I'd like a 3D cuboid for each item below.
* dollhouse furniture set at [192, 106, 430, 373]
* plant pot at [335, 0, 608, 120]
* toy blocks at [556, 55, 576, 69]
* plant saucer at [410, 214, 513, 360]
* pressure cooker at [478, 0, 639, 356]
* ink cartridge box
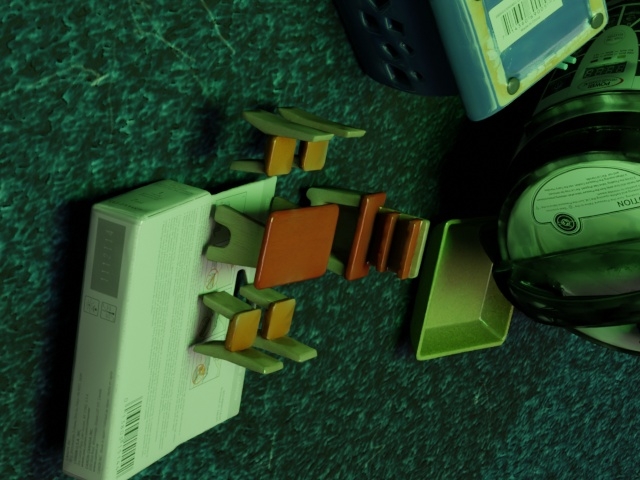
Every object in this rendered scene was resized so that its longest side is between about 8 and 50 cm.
[{"bbox_3d":[0.000,0.000,1.714,0.259,0.135,0.262,-12,117,-62],"label":"dollhouse furniture set"},{"bbox_3d":[0.163,-0.283,1.711,0.236,0.212,0.236,-38,134,-15],"label":"plant pot"},{"bbox_3d":[0.250,-0.265,1.892,0.054,0.148,0.123,14,99,-51],"label":"toy blocks"},{"bbox_3d":[0.186,0.051,2.065,0.188,0.045,0.188,-6,113,-47],"label":"plant saucer"},{"bbox_3d":[0.413,-0.061,1.923,0.370,0.375,0.420,111,5,-52],"label":"pressure cooker"},{"bbox_3d":[-0.158,0.082,1.685,0.261,0.066,0.296,-24,128,-59],"label":"ink cartridge box"}]
